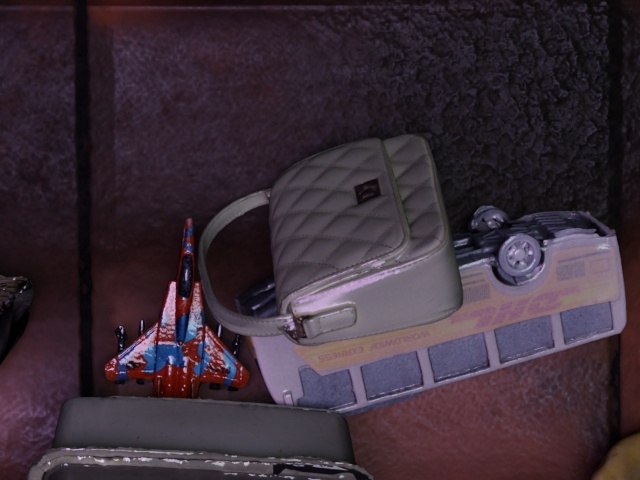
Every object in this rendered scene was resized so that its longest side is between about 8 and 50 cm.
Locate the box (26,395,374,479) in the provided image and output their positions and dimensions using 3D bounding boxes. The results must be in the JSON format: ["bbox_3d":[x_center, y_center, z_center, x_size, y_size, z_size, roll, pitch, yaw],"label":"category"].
[{"bbox_3d":[-0.105,0.252,1.188,0.290,0.166,0.221,4,125,-8],"label":"box"}]

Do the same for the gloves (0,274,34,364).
[{"bbox_3d":[-0.397,0.020,1.160,0.312,0.135,0.210,41,53,-6],"label":"gloves"}]

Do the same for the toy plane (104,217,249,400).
[{"bbox_3d":[-0.125,0.075,1.263,0.130,0.061,0.189,4,87,-7],"label":"toy plane"}]

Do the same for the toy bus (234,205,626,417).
[{"bbox_3d":[0.101,0.060,1.270,0.342,0.097,0.138,-16,111,-7],"label":"toy bus"}]

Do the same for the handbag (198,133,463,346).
[{"bbox_3d":[0.000,0.000,1.183,0.219,0.256,0.079,-13,118,3],"label":"handbag"}]

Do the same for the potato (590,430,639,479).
[{"bbox_3d":[0.318,0.220,1.322,0.138,0.070,0.092,-20,96,-5],"label":"potato"}]
